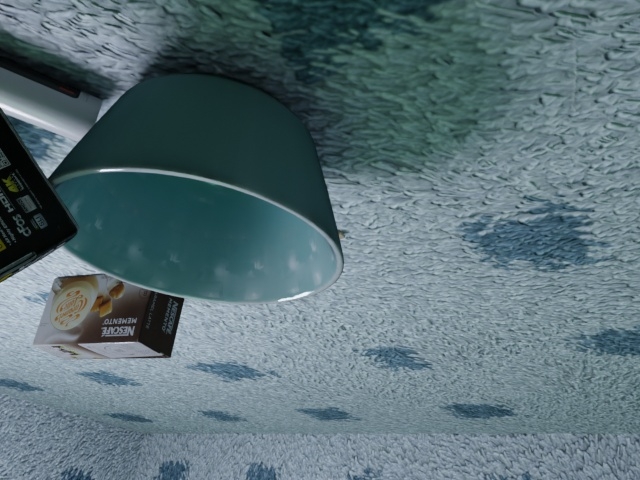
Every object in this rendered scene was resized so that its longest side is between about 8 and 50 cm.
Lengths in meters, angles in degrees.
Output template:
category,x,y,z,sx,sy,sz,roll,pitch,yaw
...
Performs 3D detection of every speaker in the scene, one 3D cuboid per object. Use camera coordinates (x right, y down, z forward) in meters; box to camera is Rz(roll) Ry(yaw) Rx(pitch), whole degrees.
category,x,y,z,sx,sy,sz,roll,pitch,yaw
speaker,-0.304,-0.150,0.692,0.136,0.055,0.055,22,151,-26

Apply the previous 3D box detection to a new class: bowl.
category,x,y,z,sx,sy,sz,roll,pitch,yaw
bowl,-0.121,-0.060,0.706,0.312,0.163,0.311,6,154,3

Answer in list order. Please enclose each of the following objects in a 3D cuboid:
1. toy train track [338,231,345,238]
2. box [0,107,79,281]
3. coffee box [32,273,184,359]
category,x,y,z,sx,sy,sz,roll,pitch,yaw
toy train track,0.000,0.000,0.969,0.083,0.014,0.048,-19,137,32
box,-0.378,-0.074,0.485,0.079,0.257,0.322,-20,105,44
coffee box,-0.388,0.142,1.216,0.247,0.141,0.098,-5,151,24
